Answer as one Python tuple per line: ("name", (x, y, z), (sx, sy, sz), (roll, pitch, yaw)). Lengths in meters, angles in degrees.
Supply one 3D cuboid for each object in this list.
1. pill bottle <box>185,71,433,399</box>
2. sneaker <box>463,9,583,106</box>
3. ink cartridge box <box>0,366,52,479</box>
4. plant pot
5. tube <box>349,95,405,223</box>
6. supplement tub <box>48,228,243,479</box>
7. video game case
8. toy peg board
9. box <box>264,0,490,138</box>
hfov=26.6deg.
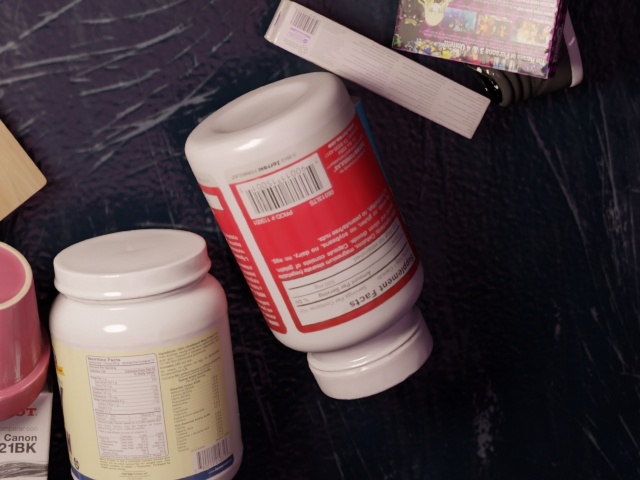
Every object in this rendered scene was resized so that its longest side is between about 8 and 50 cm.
("pill bottle", (0.000, 0.000, 1.820), (0.229, 0.229, 0.407), (-27, 111, -7))
("sneaker", (0.254, -0.315, 1.868), (0.147, 0.104, 0.295), (-29, 115, -12))
("ink cartridge box", (-0.471, 0.308, 1.835), (0.197, 0.114, 0.272), (2, 104, -16))
("plant pot", (-0.437, 0.104, 1.711), (0.201, 0.201, 0.180), (5, 133, -17))
("tube", (0.057, -0.101, 1.909), (0.080, 0.052, 0.207), (-17, 115, 1))
("supplement tub", (-0.232, 0.167, 1.798), (0.235, 0.235, 0.324), (-9, 107, -13))
("video game case", (0.220, -0.340, 1.810), (0.232, 0.042, 0.210), (15, 104, 26))
("toy peg board", (-0.474, -0.091, 1.754), (0.161, 0.079, 0.161), (-42, 113, -18))
("box", (0.080, -0.236, 1.865), (0.324, 0.063, 0.067), (22, 100, -20))
